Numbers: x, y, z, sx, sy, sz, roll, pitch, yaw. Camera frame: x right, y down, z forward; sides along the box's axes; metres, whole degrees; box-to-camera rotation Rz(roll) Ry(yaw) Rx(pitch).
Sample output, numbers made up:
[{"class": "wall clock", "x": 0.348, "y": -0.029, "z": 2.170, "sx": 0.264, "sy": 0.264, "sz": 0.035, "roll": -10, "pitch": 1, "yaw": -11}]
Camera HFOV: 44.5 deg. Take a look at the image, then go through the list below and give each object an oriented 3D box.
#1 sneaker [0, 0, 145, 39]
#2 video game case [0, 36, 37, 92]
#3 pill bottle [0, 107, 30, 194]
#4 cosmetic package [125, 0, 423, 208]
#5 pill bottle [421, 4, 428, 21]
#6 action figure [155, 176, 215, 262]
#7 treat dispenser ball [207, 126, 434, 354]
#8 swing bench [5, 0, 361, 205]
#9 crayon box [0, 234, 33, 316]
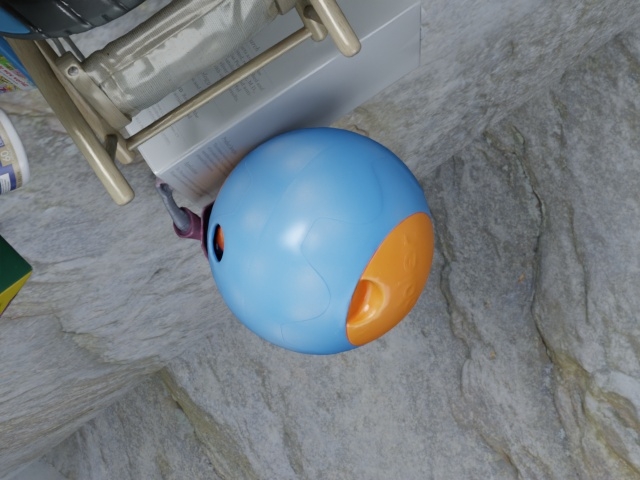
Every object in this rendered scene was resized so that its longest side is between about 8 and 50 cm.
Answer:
[{"class": "sneaker", "x": -0.106, "y": -0.238, "z": 0.530, "sx": 0.340, "sy": 0.125, "sz": 0.140, "roll": -19, "pitch": -159, "yaw": 16}, {"class": "video game case", "x": -0.348, "y": -0.151, "z": 0.687, "sx": 0.166, "sy": 0.015, "sz": 0.119, "roll": -7, "pitch": 168, "yaw": 2}, {"class": "pill bottle", "x": -0.406, "y": -0.074, "z": 0.827, "sx": 0.169, "sy": 0.094, "sz": 0.094, "roll": -27, "pitch": 167, "yaw": -30}, {"class": "cosmetic package", "x": -0.062, "y": -0.221, "z": 1.021, "sx": 0.385, "sy": 0.156, "sz": 0.217, "roll": -34, "pitch": 169, "yaw": -1}, {"class": "pill bottle", "x": 0.078, "y": -0.314, "z": 1.178, "sx": 0.160, "sy": 0.087, "sz": 0.087, "roll": -35, "pitch": 169, "yaw": 13}, {"class": "action figure", "x": -0.113, "y": -0.040, "z": 1.307, "sx": 0.248, "sy": 0.276, "sz": 0.370, "roll": -27, "pitch": -177, "yaw": -13}, {"class": "treat dispenser ball", "x": 0.000, "y": 0.000, "z": 0.998, "sx": 0.288, "sy": 0.288, "sz": 0.288, "roll": -32, "pitch": 169, "yaw": -7}, {"class": "swing bench", "x": -0.144, "y": -0.216, "z": 0.680, "sx": 0.253, "sy": 0.255, "sz": 0.165, "roll": -32, "pitch": -157, "yaw": 0}, {"class": "crayon box", "x": -0.603, "y": 0.173, "z": 1.084, "sx": 0.363, "sy": 0.106, "sz": 0.313, "roll": -42, "pitch": -176, "yaw": 36}]
